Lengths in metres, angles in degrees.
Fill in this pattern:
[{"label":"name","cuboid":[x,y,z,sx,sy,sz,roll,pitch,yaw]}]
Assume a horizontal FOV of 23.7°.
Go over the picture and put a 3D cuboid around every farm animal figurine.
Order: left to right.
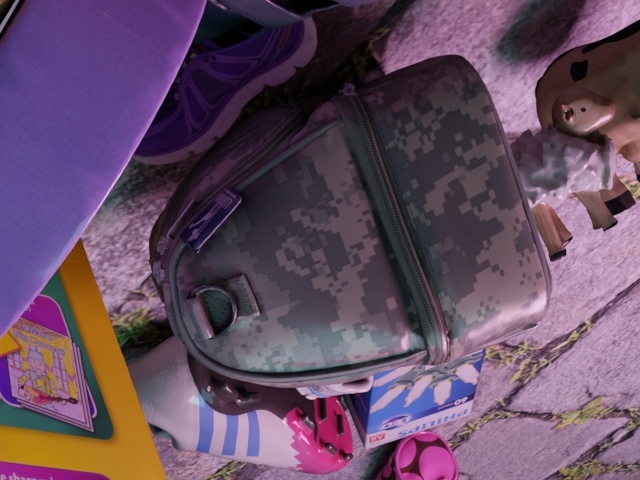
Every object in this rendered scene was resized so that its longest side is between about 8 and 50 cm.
[{"label":"farm animal figurine","cuboid":[0.298,-0.149,1.195,0.327,0.172,0.330,-28,-178,35]}]

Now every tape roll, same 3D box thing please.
[{"label":"tape roll","cuboid":[-0.178,-0.067,0.896,0.090,0.274,0.275,33,126,-17]}]

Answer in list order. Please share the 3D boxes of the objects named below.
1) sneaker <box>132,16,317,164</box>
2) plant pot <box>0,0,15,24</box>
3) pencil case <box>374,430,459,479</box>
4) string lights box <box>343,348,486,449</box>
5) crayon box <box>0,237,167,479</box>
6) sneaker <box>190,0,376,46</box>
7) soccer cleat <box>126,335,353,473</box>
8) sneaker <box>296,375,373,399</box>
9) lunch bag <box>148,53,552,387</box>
[{"label":"sneaker","cuboid":[-0.084,-0.125,1.117,0.170,0.068,0.071,-40,132,13]},{"label":"plant pot","cuboid":[-0.229,-0.181,0.768,0.254,0.237,0.237,-42,149,5]},{"label":"pencil case","cuboid":[0.117,0.333,1.969,0.095,0.098,0.209,-12,149,-19]},{"label":"string lights box","cuboid":[0.100,0.120,1.621,0.133,0.076,0.259,-17,151,-11]},{"label":"crayon box","cuboid":[-0.296,0.057,0.993,0.106,0.313,0.363,-42,146,25]},{"label":"sneaker","cuboid":[-0.013,-0.201,0.960,0.321,0.127,0.126,-38,149,28]},{"label":"soccer cleat","cuboid":[-0.088,0.171,1.564,0.143,0.116,0.331,-20,150,23]},{"label":"sneaker","cuboid":[-0.010,0.103,1.482,0.083,0.071,0.191,3,159,35]},{"label":"lunch bag","cuboid":[0.000,0.000,1.124,0.256,0.212,0.305,-22,-174,-7]}]
